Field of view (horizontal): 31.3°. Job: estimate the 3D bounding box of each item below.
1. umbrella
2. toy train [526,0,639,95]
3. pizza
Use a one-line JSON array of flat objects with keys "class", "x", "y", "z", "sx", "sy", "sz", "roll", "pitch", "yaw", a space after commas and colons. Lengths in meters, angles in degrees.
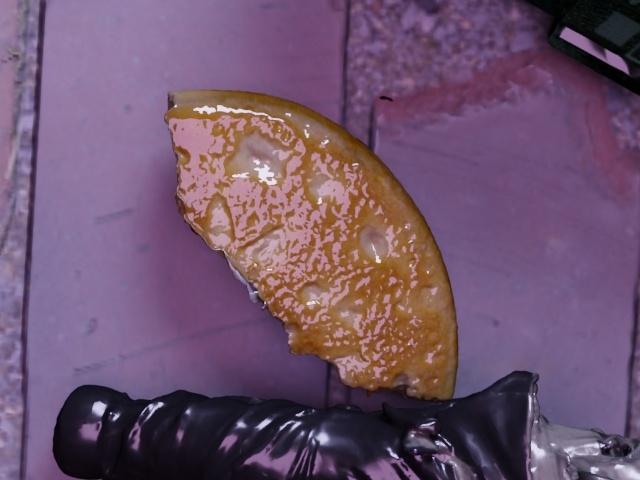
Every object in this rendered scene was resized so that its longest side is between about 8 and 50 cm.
[{"class": "umbrella", "x": 0.023, "y": 0.121, "z": 0.654, "sx": 0.357, "sy": 0.113, "sz": 0.106, "roll": 7, "pitch": 52, "yaw": 9}, {"class": "toy train", "x": 0.130, "y": -0.198, "z": 0.622, "sx": 0.330, "sy": 0.178, "sz": 0.139, "roll": 28, "pitch": 73, "yaw": -3}, {"class": "pizza", "x": -0.001, "y": 0.001, "z": 0.680, "sx": 0.246, "sy": 0.058, "sz": 0.127, "roll": 36, "pitch": 86, "yaw": -12}]
